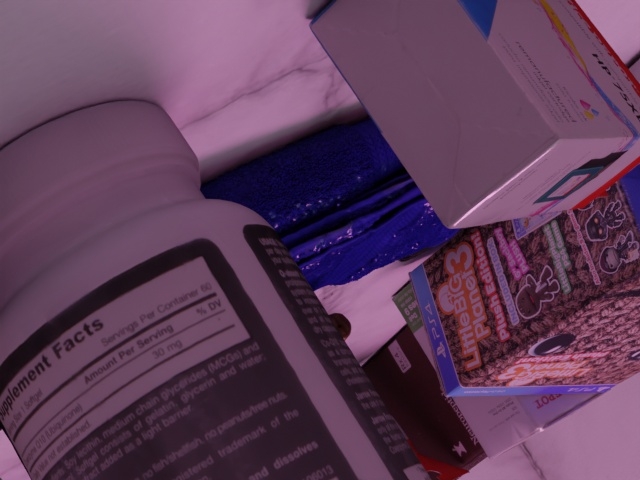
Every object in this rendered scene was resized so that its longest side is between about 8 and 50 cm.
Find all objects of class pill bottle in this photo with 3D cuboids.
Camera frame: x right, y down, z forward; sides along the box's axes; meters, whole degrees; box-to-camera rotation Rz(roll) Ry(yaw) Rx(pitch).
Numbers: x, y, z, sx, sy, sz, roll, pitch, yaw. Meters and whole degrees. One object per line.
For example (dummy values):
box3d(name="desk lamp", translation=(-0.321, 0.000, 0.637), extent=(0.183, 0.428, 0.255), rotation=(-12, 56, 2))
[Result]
box3d(name="pill bottle", translation=(-0.062, 0.082, 0.607), extent=(0.162, 0.278, 0.162), rotation=(-30, 165, -9))

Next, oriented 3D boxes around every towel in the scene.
box3d(name="towel", translation=(0.000, 0.000, 0.878), extent=(0.308, 0.076, 0.228), rotation=(-24, 163, -30))

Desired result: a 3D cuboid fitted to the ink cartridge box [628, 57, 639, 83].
box3d(name="ink cartridge box", translation=(0.376, -0.169, 1.076), extent=(0.160, 0.093, 0.219), rotation=(-18, 159, -44))

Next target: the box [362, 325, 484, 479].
box3d(name="box", translation=(0.173, 0.200, 1.679), extent=(0.143, 0.191, 0.381), rotation=(-22, 161, -36))

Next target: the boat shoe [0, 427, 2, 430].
box3d(name="boat shoe", translation=(-0.193, 0.083, 0.819), extent=(0.125, 0.038, 0.046), rotation=(-42, 163, 33))

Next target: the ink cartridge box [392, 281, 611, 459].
box3d(name="ink cartridge box", translation=(0.203, 0.113, 1.401), extent=(0.154, 0.212, 0.093), rotation=(-19, 161, -43))

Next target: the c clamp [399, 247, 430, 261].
box3d(name="c clamp", translation=(0.128, -0.029, 1.171), extent=(0.160, 0.022, 0.137), rotation=(-38, 170, 15))

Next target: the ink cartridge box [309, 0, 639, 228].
box3d(name="ink cartridge box", translation=(0.111, -0.087, 0.707), extent=(0.078, 0.134, 0.231), rotation=(-41, 164, 28))

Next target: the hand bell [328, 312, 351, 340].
box3d(name="hand bell", translation=(-0.046, 0.103, 0.956), extent=(0.126, 0.126, 0.242), rotation=(-21, 169, -39))

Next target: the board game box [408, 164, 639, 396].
box3d(name="board game box", translation=(0.273, 0.033, 1.235), extent=(0.232, 0.141, 0.291), rotation=(3, 150, -34))

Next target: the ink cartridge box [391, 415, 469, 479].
box3d(name="ink cartridge box", translation=(0.058, 0.245, 1.565), extent=(0.181, 0.224, 0.056), rotation=(-1, 102, -63))

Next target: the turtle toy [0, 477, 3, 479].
box3d(name="turtle toy", translation=(-0.294, 0.210, 0.969), extent=(0.130, 0.066, 0.095), rotation=(-19, 159, -41))
